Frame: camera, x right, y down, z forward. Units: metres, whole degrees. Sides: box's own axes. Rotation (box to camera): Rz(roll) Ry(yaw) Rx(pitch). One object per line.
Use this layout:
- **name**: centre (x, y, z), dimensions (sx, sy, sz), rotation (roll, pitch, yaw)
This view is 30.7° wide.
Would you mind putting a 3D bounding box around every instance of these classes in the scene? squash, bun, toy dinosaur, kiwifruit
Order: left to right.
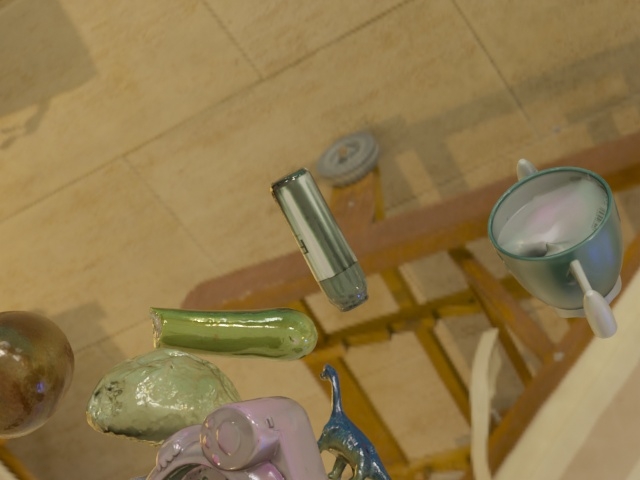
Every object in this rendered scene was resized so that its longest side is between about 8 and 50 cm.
- **kiwifruit**: centre (-0.482, 0.204, 1.822), dimensions (0.196, 0.234, 0.196), rotation (1, 102, 7)
- **bun**: centre (-0.200, 0.214, 1.580), dimensions (0.220, 0.134, 0.220), rotation (9, 170, 2)
- **squash**: centre (-0.128, 0.137, 1.713), dimensions (0.250, 0.083, 0.083), rotation (2, 128, -1)
- **toy dinosaur**: centre (0.066, 0.327, 1.989), dimensions (0.247, 0.188, 0.075), rotation (13, 169, 43)

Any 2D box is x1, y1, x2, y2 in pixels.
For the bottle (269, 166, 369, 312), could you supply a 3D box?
- **bottle**: centre (0.000, 0.000, 1.988), dimensions (0.079, 0.096, 0.254), rotation (-29, 96, -4)

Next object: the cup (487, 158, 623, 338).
- **cup**: centre (0.330, 0.016, 1.570), dimensions (0.167, 0.300, 0.173), rotation (-25, 133, 9)

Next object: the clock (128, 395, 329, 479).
- **clock**: centre (-0.107, 0.355, 1.342), dimensions (0.113, 0.296, 0.322), rotation (0, 156, -47)
